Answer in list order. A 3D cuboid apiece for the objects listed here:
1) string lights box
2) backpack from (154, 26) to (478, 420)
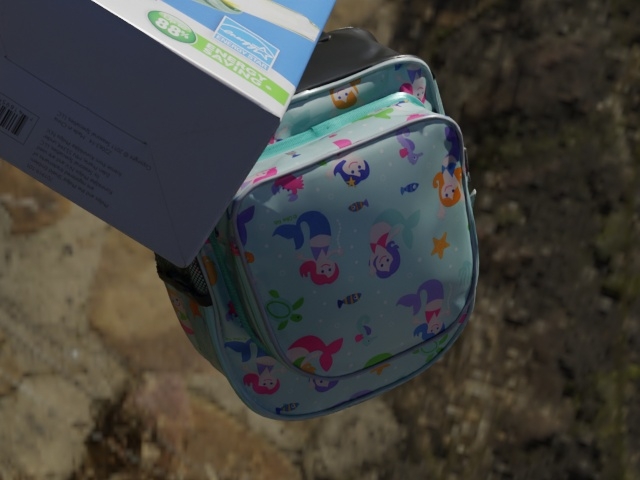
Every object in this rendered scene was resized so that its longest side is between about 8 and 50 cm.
[{"bbox_3d":[-0.068,-0.102,0.789,0.133,0.077,0.260,32,26,-6],"label":"string lights box"},{"bbox_3d":[0.000,0.000,1.358,0.225,0.253,0.191,-21,33,-19],"label":"backpack"}]
